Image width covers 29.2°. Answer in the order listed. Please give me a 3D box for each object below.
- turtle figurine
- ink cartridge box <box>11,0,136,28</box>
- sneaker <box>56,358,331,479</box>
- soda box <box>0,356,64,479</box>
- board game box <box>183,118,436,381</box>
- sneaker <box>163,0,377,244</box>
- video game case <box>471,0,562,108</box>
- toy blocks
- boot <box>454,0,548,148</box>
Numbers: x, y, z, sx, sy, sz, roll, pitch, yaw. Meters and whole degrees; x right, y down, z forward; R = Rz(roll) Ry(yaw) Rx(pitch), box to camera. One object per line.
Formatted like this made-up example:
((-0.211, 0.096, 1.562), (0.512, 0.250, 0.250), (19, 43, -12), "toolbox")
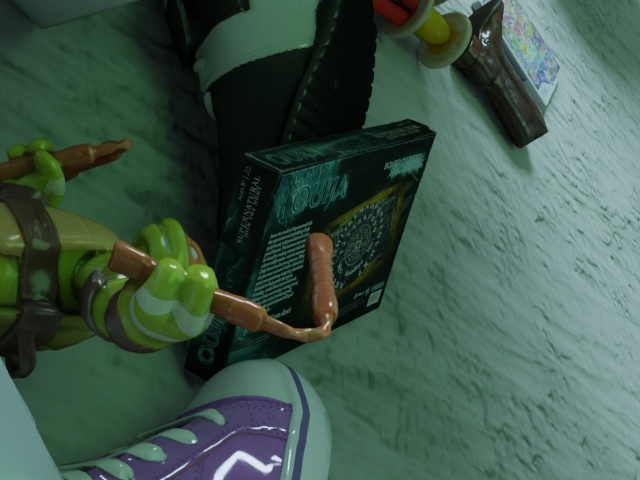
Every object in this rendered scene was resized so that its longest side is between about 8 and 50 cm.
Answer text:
((-0.134, 0.004, 0.485), (0.217, 0.269, 0.087), (8, 103, -32), "turtle figurine")
((-0.055, -0.241, 0.589), (0.117, 0.207, 0.283), (47, 73, -23), "ink cartridge box")
((-0.096, 0.108, 0.505), (0.161, 0.102, 0.282), (50, 35, -15), "sneaker")
((-0.184, 0.097, 0.340), (0.216, 0.074, 0.069), (-18, 71, -37), "soda box")
((0.000, 0.000, 0.699), (0.026, 0.126, 0.186), (26, 22, 23), "board game box")
((-0.042, -0.140, 0.750), (0.122, 0.146, 0.330), (46, 52, -70), "sneaker")
((0.191, -0.194, 1.185), (0.122, 0.011, 0.087), (55, 34, -15), "video game case")
((0.055, -0.220, 0.973), (0.148, 0.054, 0.123), (32, 46, -39), "toy blocks")
((0.169, -0.149, 1.100), (0.114, 0.037, 0.106), (47, 50, -20), "boot")
